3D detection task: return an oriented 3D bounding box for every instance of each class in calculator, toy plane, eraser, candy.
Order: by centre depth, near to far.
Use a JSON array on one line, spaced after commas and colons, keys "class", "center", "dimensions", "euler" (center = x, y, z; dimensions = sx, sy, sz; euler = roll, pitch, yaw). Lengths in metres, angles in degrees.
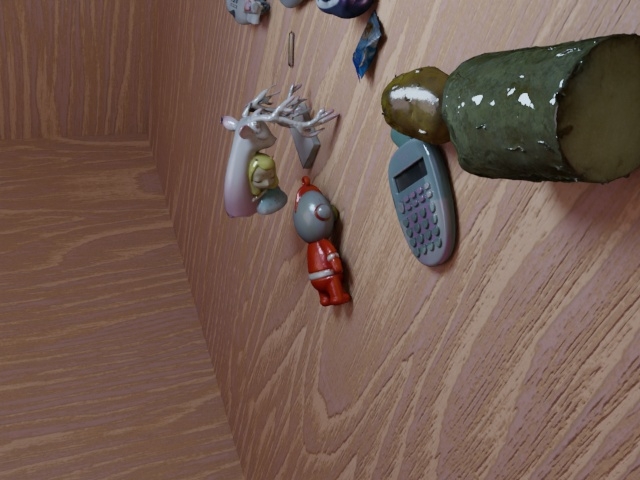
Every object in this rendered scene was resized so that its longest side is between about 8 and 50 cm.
[{"class": "calculator", "center": [0.197, -0.096, 1.512], "dimensions": [0.185, 0.041, 0.299], "euler": [143, 116, -65]}, {"class": "candy", "center": [0.102, -0.421, 1.671], "dimensions": [0.088, 0.038, 0.136], "euler": [-98, 25, -43]}, {"class": "eraser", "center": [-0.044, -0.283, 2.078], "dimensions": [0.104, 0.023, 0.150], "euler": [117, 141, -51]}, {"class": "toy plane", "center": [-0.218, -0.751, 2.265], "dimensions": [0.252, 0.118, 0.252], "euler": [173, 90, -71]}]

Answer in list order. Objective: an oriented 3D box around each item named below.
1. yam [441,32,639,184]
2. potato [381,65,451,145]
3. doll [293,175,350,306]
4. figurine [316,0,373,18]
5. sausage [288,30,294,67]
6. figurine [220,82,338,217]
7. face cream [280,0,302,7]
[{"class": "yam", "center": [0.299, -0.170, 1.035], "dimensions": [0.300, 0.195, 0.195], "euler": [-163, 69, -66]}, {"class": "potato", "center": [0.192, -0.243, 1.383], "dimensions": [0.176, 0.137, 0.137], "euler": [29, 125, 38]}, {"class": "doll", "center": [0.000, 0.000, 1.957], "dimensions": [0.200, 0.105, 0.337], "euler": [161, 95, -70]}, {"class": "figurine", "center": [0.059, -0.588, 1.637], "dimensions": [0.145, 0.145, 0.222], "euler": [-134, 48, -57]}, {"class": "sausage", "center": [-0.081, -0.526, 2.117], "dimensions": [0.015, 0.015, 0.100], "euler": [-139, 47, -59]}, {"class": "figurine", "center": [-0.126, -0.244, 1.954], "dimensions": [0.206, 0.284, 0.316], "euler": [-126, 31, -44]}, {"class": "face cream", "center": [-0.046, -0.682, 1.909], "dimensions": [0.291, 0.071, 0.144], "euler": [-4, 103, 69]}]
